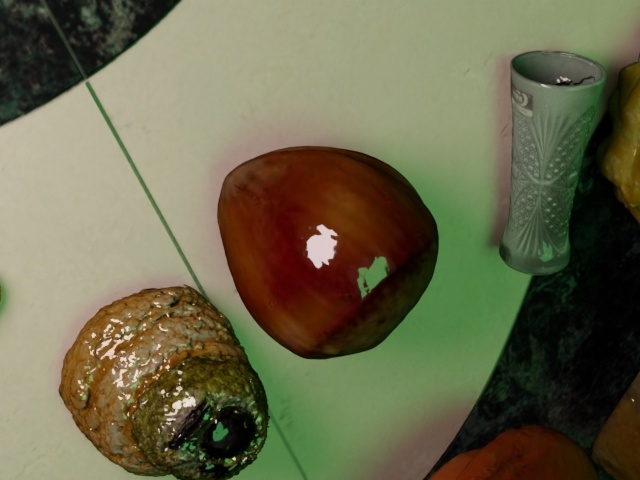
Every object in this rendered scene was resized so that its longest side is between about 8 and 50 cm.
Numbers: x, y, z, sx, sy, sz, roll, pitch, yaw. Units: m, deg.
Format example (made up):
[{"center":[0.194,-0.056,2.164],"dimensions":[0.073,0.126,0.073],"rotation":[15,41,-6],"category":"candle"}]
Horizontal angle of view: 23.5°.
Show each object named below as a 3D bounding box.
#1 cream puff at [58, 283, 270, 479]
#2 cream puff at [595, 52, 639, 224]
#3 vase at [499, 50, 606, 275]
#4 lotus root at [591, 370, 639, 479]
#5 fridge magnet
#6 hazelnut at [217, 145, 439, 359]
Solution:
[{"center":[-0.126,0.148,1.386],"dimensions":[0.183,0.169,0.183],"rotation":[-16,122,-27],"category":"cream puff"},{"center":[0.433,-0.113,1.626],"dimensions":[0.281,0.185,0.282],"rotation":[-15,122,-25],"category":"cream puff"},{"center":[0.229,-0.075,1.568],"dimensions":[0.096,0.096,0.219],"rotation":[-14,122,-28],"category":"vase"},{"center":[0.462,0.130,1.735],"dimensions":[0.390,0.111,0.375],"rotation":[-41,155,-16],"category":"lotus root"},{"center":[0.193,0.376,1.685],"dimensions":[0.363,0.155,0.364],"rotation":[-19,115,-48],"category":"fridge magnet"},{"center":[0.000,0.000,1.400],"dimensions":[0.208,0.208,0.208],"rotation":[-15,120,-28],"category":"hazelnut"}]
